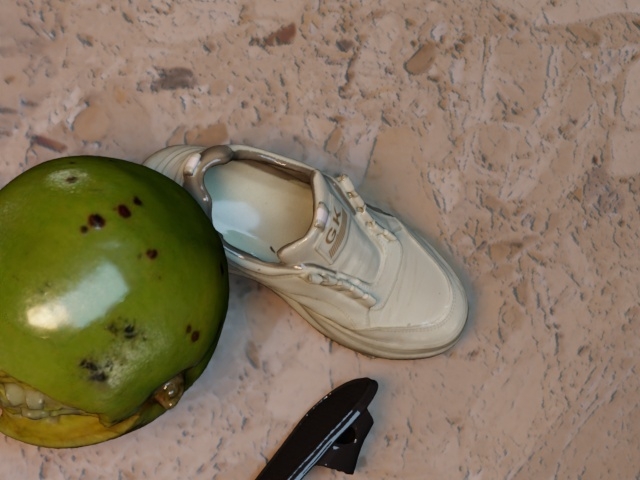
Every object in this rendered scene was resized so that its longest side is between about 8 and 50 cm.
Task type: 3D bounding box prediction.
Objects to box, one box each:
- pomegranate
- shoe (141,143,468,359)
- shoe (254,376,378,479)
[{"bbox_3d":[-0.217,0.025,1.311,0.301,0.236,0.236,30,72,16],"label":"pomegranate"},{"bbox_3d":[0.000,0.000,1.406,0.316,0.159,0.124,22,75,-11],"label":"shoe"},{"bbox_3d":[-0.001,0.185,1.430,0.159,0.062,0.053,-46,110,-19],"label":"shoe"}]
